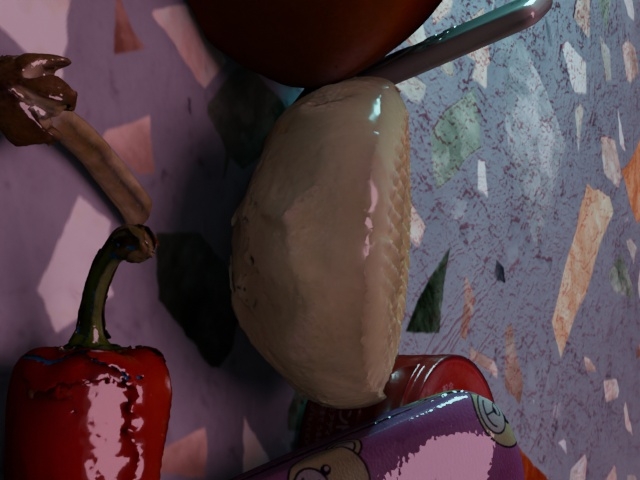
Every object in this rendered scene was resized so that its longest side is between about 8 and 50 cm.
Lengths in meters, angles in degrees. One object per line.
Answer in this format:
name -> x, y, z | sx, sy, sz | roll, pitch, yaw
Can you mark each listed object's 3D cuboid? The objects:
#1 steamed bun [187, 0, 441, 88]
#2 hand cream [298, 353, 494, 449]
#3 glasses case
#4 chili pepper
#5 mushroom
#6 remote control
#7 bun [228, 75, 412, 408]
steamed bun -> 0.004, -0.329, 0.888 | 0.235, 0.248, 0.379 | -47, 122, -50
hand cream -> 0.077, 0.200, 1.026 | 0.193, 0.125, 0.193 | 16, 70, -55
glasses case -> 0.017, 0.216, 0.856 | 0.316, 0.076, 0.123 | -20, 95, -20
chili pepper -> -0.152, 0.182, 0.707 | 0.110, 0.110, 0.387 | 9, 83, -56
mushroom -> -0.163, -0.062, 0.768 | 0.187, 0.061, 0.060 | 48, 42, -47
remote control -> 0.077, -0.159, 0.961 | 0.029, 0.261, 0.067 | 62, 34, -13
bun -> 0.000, 0.000, 0.898 | 0.287, 0.146, 0.287 | 2, 90, -85
